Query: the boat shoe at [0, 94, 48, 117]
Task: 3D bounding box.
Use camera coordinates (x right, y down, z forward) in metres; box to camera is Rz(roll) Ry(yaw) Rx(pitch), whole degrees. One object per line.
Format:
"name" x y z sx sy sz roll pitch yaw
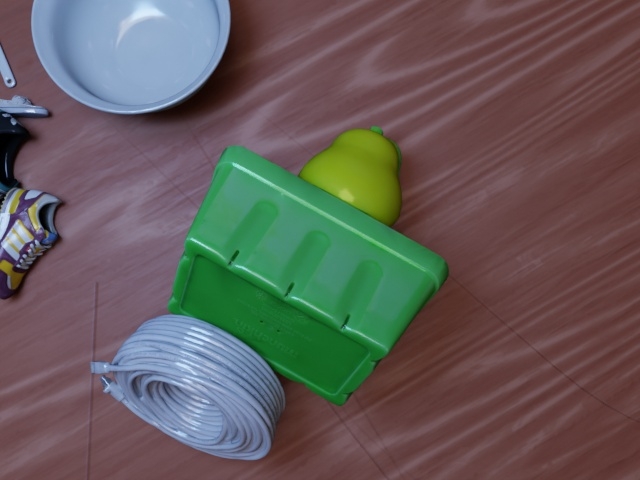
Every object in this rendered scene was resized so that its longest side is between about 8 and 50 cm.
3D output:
"boat shoe" -0.510 -0.229 0.887 0.100 0.035 0.035 4 88 6

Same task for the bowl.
"bowl" -0.285 -0.329 0.848 0.298 0.134 0.297 0 87 -1

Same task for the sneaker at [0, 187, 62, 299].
"sneaker" -0.479 0.008 0.853 0.084 0.069 0.185 10 88 0

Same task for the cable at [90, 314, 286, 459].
"cable" -0.176 0.219 0.767 0.257 0.089 0.257 -22 116 38

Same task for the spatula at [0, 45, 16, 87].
"spatula" -0.628 -0.351 0.901 0.168 0.019 0.241 -23 86 -3

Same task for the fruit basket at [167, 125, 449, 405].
"fruit basket" 0.000 0.000 0.806 0.393 0.282 0.391 14 45 -15

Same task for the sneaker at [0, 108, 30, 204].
"sneaker" -0.571 -0.073 0.837 0.121 0.108 0.301 20 88 0
